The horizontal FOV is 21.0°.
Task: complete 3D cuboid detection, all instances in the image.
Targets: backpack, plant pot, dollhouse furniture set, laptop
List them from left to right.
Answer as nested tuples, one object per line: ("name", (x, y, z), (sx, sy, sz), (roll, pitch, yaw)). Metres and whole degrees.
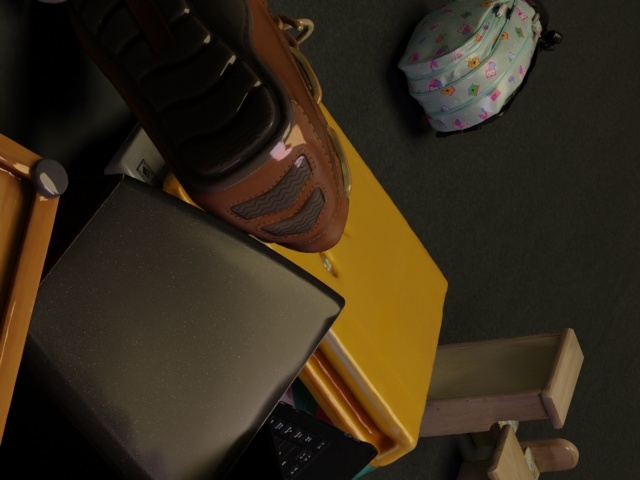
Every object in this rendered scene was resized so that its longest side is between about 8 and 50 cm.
("plant pot", (-0.132, 0.056, 1.136), (0.167, 0.187, 0.188), (45, 69, -23))
("laptop", (-0.071, 0.230, 1.148), (0.136, 0.234, 0.264), (52, 10, 34))
("backpack", (0.158, -0.193, 1.856), (0.115, 0.152, 0.182), (51, 41, -19))
("dollhouse furniture set", (0.211, 0.225, 1.790), (0.242, 0.161, 0.212), (65, 31, -28))

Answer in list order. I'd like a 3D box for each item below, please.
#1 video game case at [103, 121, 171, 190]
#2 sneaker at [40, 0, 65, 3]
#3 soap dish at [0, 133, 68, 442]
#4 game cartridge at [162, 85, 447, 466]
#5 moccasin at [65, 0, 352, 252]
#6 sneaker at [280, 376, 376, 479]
("video game case", (-0.086, -0.017, 1.358), (0.190, 0.022, 0.173), (53, 23, -16))
("sneaker", (-0.217, -0.304, 1.208), (0.121, 0.099, 0.262), (4, 78, -57))
("soap dish", (-0.264, 0.036, 0.937), (0.229, 0.118, 0.290), (32, 53, -36))
("game cartridge", (0.000, 0.000, 1.437), (0.285, 0.053, 0.323), (54, 19, -13))
("moccasin", (-0.077, -0.136, 1.245), (0.147, 0.139, 0.380), (46, 5, -48))
("sneaker", (-0.012, 0.209, 1.428), (0.178, 0.124, 0.295), (8, 73, -52))
